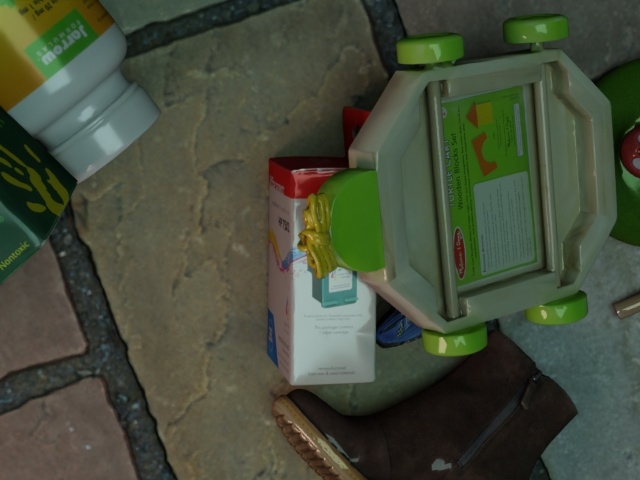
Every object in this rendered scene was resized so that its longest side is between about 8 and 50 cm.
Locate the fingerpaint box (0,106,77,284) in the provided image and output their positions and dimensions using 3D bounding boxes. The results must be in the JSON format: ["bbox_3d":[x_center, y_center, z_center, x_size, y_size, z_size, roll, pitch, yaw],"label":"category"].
[{"bbox_3d":[-0.479,-0.006,1.165,0.445,0.163,0.371,-41,104,13],"label":"fingerpaint box"}]

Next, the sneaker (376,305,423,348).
[{"bbox_3d":[0.103,-0.002,1.389,0.087,0.083,0.221,31,82,-7],"label":"sneaker"}]

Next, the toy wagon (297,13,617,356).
[{"bbox_3d":[0.113,-0.042,1.274,0.344,0.068,0.267,-14,104,-33],"label":"toy wagon"}]

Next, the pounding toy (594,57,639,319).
[{"bbox_3d":[0.333,-0.050,1.397,0.182,0.110,0.237,-19,101,-2],"label":"pounding toy"}]

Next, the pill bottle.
[{"bbox_3d":[-0.247,-0.169,1.258,0.136,0.136,0.246,-40,103,-4],"label":"pill bottle"}]

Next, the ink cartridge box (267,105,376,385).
[{"bbox_3d":[0.000,0.000,1.332,0.078,0.134,0.231,-1,97,-11],"label":"ink cartridge box"}]

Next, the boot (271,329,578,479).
[{"bbox_3d":[0.098,0.162,1.416,0.248,0.090,0.207,41,76,-12],"label":"boot"}]
